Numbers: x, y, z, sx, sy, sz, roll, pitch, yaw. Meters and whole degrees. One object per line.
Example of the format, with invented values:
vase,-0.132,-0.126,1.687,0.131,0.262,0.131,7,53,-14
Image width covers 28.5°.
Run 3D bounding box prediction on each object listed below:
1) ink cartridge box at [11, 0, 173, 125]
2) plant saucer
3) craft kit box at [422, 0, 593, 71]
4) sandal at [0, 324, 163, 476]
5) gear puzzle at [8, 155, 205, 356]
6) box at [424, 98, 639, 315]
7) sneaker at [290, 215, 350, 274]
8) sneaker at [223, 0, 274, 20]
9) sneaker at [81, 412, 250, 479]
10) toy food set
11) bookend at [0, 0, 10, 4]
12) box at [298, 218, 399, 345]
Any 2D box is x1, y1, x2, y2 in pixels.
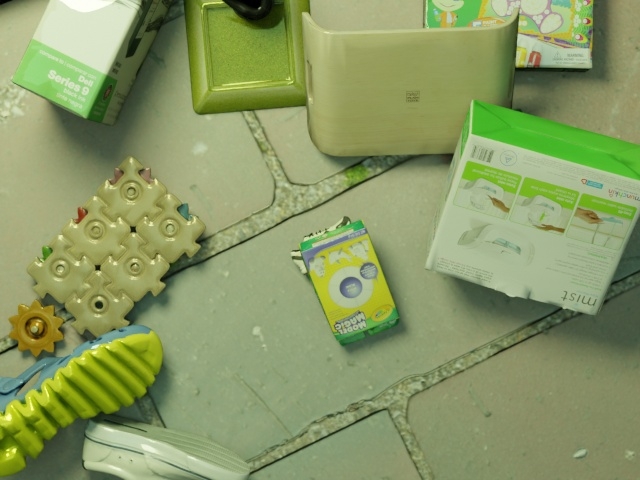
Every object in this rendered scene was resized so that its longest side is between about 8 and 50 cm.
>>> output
ink cartridge box,-0.301,-0.320,1.786,0.121,0.211,0.289,26,93,0
plant saucer,-0.106,-0.289,1.868,0.188,0.045,0.188,-5,93,1
craft kit box,0.276,-0.374,1.857,0.249,0.061,0.247,0,90,0
sandal,-0.383,0.210,1.858,0.317,0.138,0.126,-28,126,-6
gear puzzle,-0.332,0.048,1.894,0.175,0.044,0.339,43,95,-3
box,0.305,-0.043,1.792,0.261,0.127,0.231,14,122,0
sneaker,0.000,0.000,1.884,0.109,0.040,0.044,-44,88,2
sneaker,-0.134,-0.411,1.758,0.087,0.130,0.228,-28,102,0
sneaker,-0.233,0.335,1.887,0.258,0.094,0.091,16,102,9
toy food set,0.130,-0.235,1.812,0.306,0.092,0.220,-2,134,0
bookend,-0.483,-0.431,1.852,0.157,0.072,0.156,-20,92,2
box,0.046,0.070,1.868,0.105,0.043,0.179,-22,113,2
